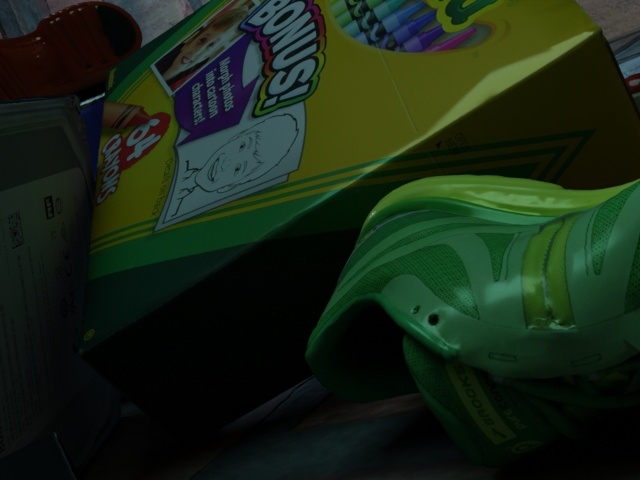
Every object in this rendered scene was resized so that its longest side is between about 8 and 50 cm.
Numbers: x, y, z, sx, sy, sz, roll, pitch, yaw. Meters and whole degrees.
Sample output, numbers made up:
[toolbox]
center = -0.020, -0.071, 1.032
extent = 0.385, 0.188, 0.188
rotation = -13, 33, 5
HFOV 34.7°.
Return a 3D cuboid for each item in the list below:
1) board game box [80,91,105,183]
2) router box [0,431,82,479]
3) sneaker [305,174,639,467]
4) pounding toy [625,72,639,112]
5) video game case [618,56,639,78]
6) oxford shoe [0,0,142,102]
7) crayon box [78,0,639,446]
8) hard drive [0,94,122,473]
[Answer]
[board game box]
center = -0.208, -0.015, 1.034
extent = 0.141, 0.232, 0.291
rotation = -26, 7, -13
[router box]
center = -0.180, 0.169, 0.247
extent = 0.309, 0.081, 0.243
rotation = -26, 8, -17
[sneaker]
center = 0.102, 0.033, 0.369
extent = 0.123, 0.109, 0.296
rotation = -52, 22, -26
[pounding toy]
center = 0.269, -0.106, 0.742
extent = 0.141, 0.100, 0.130
rotation = -28, 10, -33
[video game case]
center = 0.417, -0.180, 0.963
extent = 0.270, 0.061, 0.244
rotation = -22, 6, 13
[oxford shoe]
center = -0.287, -0.128, 0.922
extent = 0.271, 0.097, 0.098
rotation = -25, -13, -32
[crayon box]
center = 0.003, -0.089, 0.677
extent = 0.313, 0.106, 0.363
rotation = -32, 33, 13
[hard drive]
center = -0.189, 0.043, 0.558
extent = 0.064, 0.236, 0.339
rotation = -5, 9, 6
